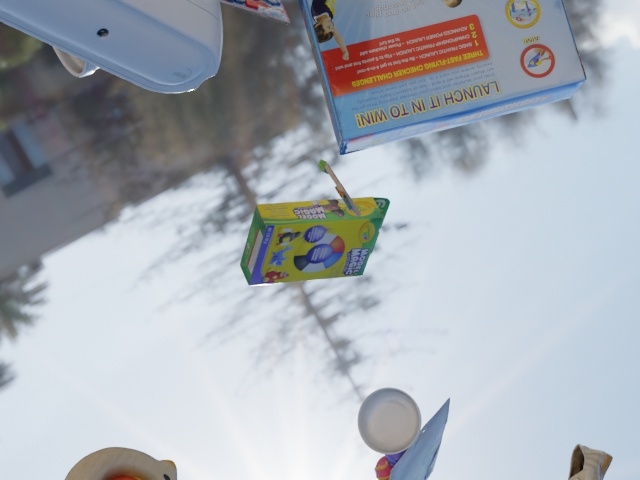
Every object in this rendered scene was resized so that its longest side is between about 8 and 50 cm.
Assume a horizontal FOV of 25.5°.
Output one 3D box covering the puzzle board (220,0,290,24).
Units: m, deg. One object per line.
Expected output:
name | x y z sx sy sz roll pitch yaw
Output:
puzzle board | -0.112 -0.374 2.154 0.011 0.128 0.096 -60 -150 29

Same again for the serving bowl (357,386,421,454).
serving bowl | 0.089 0.225 1.758 0.083 0.083 0.027 -23 163 17

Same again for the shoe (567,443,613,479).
shoe | 0.402 0.380 2.182 0.076 0.058 0.219 -52 177 26

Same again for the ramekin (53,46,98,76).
ramekin | -0.348 -0.360 2.140 0.109 0.207 0.207 -20 -169 -23

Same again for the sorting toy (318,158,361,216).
sorting toy | 0.022 -0.071 1.844 0.012 0.062 0.083 -34 -133 2

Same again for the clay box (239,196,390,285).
clay box | 0.000 0.000 2.120 0.222 0.127 0.053 -4 -134 -23

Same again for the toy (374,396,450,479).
toy | 0.114 0.309 1.958 0.056 0.237 0.137 30 -120 21

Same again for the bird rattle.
bird rattle | -0.211 0.319 1.474 0.254 0.207 0.143 7 149 -37

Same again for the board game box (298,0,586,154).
board game box | 0.132 -0.290 1.730 0.308 0.302 0.086 -14 172 -4

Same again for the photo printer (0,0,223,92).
photo printer | -0.228 -0.295 1.434 0.107 0.256 0.307 -33 147 28
